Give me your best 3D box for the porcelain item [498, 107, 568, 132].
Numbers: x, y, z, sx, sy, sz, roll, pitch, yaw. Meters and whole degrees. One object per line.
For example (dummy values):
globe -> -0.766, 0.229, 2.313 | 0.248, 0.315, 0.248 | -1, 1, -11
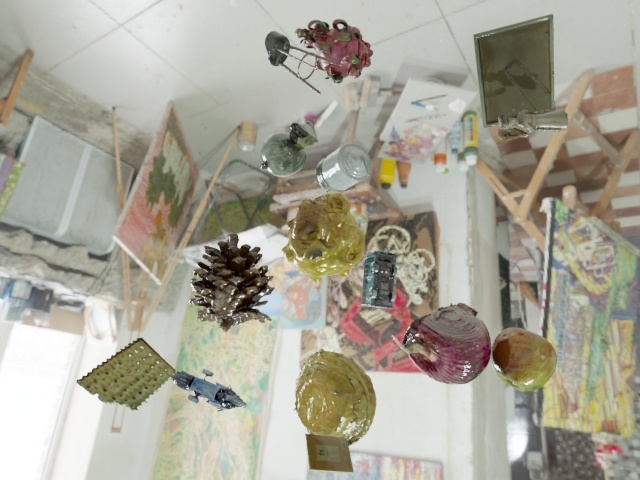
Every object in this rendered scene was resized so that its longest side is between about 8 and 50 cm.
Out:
porcelain item -> 0.665, -0.374, 1.483 | 0.213, 0.084, 0.054 | -5, 156, -4

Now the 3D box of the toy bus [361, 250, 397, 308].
toy bus -> 0.168, 0.115, 1.361 | 0.079, 0.160, 0.092 | 10, 169, -20

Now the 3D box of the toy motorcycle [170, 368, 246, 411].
toy motorcycle -> -0.324, 0.433, 1.355 | 0.255, 0.092, 0.135 | 19, 155, 10

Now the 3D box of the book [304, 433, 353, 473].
book -> 0.028, 0.705, 1.553 | 0.172, 0.118, 0.012 | 19, 127, -27

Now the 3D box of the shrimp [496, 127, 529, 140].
shrimp -> 0.626, -0.345, 1.537 | 0.108, 0.059, 0.023 | 38, 172, 44

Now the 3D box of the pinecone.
pinecone -> -0.193, 0.090, 1.043 | 0.186, 0.212, 0.169 | 5, -179, -13

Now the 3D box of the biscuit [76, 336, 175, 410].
biscuit -> -0.443, 0.319, 1.101 | 0.144, 0.203, 0.016 | 42, 116, 2

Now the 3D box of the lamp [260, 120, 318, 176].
lamp -> -0.126, -0.360, 1.844 | 0.198, 0.197, 0.244 | 23, 127, -38

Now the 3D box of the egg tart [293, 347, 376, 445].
egg tart -> 0.027, 0.615, 1.817 | 0.388, 0.387, 0.169 | -11, 171, 35

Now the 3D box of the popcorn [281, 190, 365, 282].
popcorn -> 0.000, 0.000, 1.647 | 0.298, 0.281, 0.315 | -20, 109, 12

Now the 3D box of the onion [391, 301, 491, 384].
onion -> 0.408, 0.342, 1.480 | 0.272, 0.230, 0.256 | -36, 147, -11

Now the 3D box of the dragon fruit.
dragon fruit -> 0.059, -0.718, 1.742 | 0.272, 0.198, 0.218 | 50, 148, -15

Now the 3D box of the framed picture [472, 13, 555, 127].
framed picture -> 0.668, -0.569, 1.610 | 0.248, 0.022, 0.335 | -10, 125, 17

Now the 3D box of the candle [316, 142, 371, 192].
candle -> 0.135, -0.385, 2.469 | 0.222, 0.221, 0.343 | 17, 158, -27

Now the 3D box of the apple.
apple -> 0.625, 0.369, 1.456 | 0.196, 0.195, 0.196 | 4, 158, 2

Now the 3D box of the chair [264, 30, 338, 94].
chair -> -0.070, -0.519, 1.366 | 0.222, 0.104, 0.095 | 38, 131, 20
